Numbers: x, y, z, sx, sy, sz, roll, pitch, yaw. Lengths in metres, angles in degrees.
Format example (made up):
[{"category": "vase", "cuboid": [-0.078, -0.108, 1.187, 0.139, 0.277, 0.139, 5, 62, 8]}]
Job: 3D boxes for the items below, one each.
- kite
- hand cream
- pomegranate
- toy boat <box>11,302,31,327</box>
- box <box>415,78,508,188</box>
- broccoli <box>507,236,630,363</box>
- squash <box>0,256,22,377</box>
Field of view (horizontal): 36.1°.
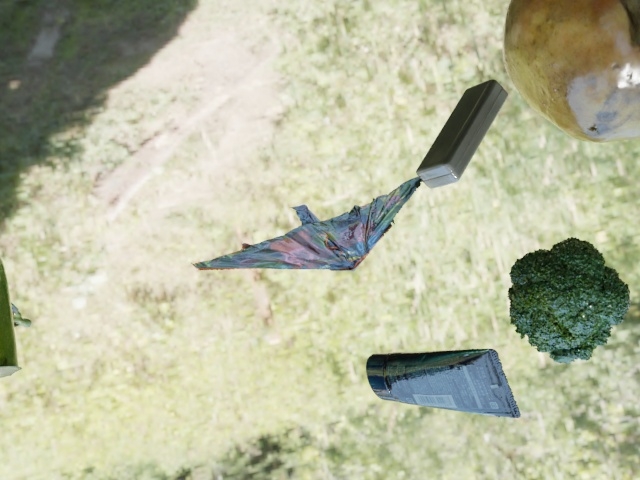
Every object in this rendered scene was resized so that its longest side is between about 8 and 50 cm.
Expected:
[{"category": "kite", "cuboid": [0.000, 0.000, 1.288, 0.321, 0.016, 0.234, -19, 155, 13]}, {"category": "hand cream", "cuboid": [0.185, 0.219, 1.534, 0.061, 0.120, 0.270, -33, -162, -37]}, {"category": "pomegranate", "cuboid": [0.354, -0.252, 1.178, 0.281, 0.281, 0.281, -12, 173, -2]}, {"category": "toy boat", "cuboid": [-0.598, 0.121, 1.711, 0.099, 0.109, 0.293, 17, 172, 6]}, {"category": "box", "cuboid": [0.282, -0.213, 1.954, 0.103, 0.055, 0.244, -14, -142, 57]}, {"category": "broccoli", "cuboid": [0.374, 0.090, 1.490, 0.195, 0.196, 0.156, -16, 168, 25]}, {"category": "squash", "cuboid": [-0.424, 0.078, 1.203, 0.095, 0.188, 0.095, -11, 165, -3]}]
